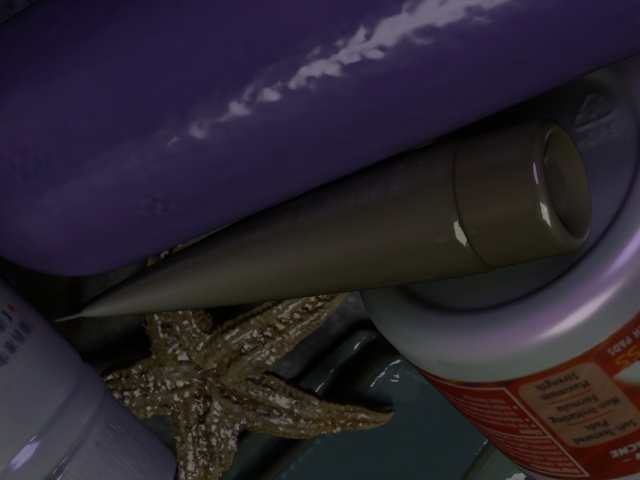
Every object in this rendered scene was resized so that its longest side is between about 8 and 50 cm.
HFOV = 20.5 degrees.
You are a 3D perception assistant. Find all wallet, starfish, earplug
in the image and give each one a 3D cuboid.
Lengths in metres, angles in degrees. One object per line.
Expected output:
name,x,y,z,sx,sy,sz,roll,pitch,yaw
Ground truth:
wallet,0.114,0.210,1.456,0.360,0.083,0.252,27,121,-29
starfish,-0.079,0.091,1.304,0.277,0.062,0.236,9,111,3
earplug,-0.028,-0.124,1.067,0.456,0.215,0.215,-25,131,13

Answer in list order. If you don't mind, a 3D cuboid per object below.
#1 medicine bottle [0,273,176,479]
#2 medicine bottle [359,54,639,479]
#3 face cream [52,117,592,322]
medicine bottle,-0.260,0.097,1.120,0.190,0.190,0.332,-39,102,19
medicine bottle,0.184,0.029,1.206,0.252,0.252,0.241,-33,130,15
face cream,0.000,0.000,1.120,0.341,0.137,0.084,-13,99,29
